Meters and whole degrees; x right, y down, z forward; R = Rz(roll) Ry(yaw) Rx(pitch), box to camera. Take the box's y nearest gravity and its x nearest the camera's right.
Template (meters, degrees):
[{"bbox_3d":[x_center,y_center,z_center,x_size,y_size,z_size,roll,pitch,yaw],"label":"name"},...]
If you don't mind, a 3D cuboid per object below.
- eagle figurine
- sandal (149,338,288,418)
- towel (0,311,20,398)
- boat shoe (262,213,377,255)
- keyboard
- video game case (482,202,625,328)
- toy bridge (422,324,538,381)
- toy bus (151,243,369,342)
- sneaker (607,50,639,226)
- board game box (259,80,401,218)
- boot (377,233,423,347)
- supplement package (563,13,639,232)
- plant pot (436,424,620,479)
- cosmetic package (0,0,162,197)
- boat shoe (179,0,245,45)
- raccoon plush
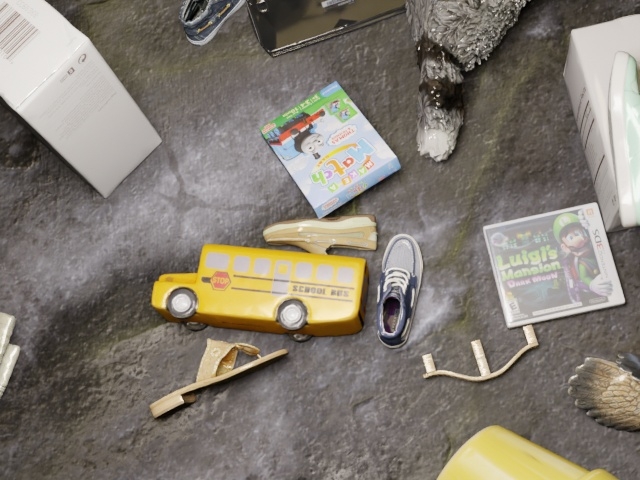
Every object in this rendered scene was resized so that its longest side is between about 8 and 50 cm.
[{"bbox_3d":[0.541,0.199,1.474,0.298,0.226,0.225,-24,34,-17],"label":"eagle figurine"},{"bbox_3d":[-0.175,0.198,1.623,0.240,0.088,0.079,-27,78,4],"label":"sandal"},{"bbox_3d":[-0.681,0.239,1.702,0.312,0.056,0.324,13,78,14],"label":"towel"},{"bbox_3d":[0.000,0.000,1.675,0.189,0.068,0.072,-5,85,5],"label":"boat shoe"},{"bbox_3d":[0.018,-0.461,1.826,0.317,0.033,0.202,-18,79,1],"label":"keyboard"},{"bbox_3d":[0.374,0.040,1.635,0.190,0.022,0.173,-12,72,4],"label":"video game case"},{"bbox_3d":[0.253,0.189,1.604,0.188,0.026,0.063,-17,73,2],"label":"toy bridge"},{"bbox_3d":[-0.095,0.084,1.635,0.332,0.108,0.130,5,74,9],"label":"toy bus"},{"bbox_3d":[0.493,-0.152,1.453,0.151,0.094,0.256,-7,84,14],"label":"sneaker"},{"bbox_3d":[0.013,-0.155,1.700,0.160,0.039,0.211,-32,55,-3],"label":"board game box"},{"bbox_3d":[0.126,0.073,1.623,0.069,0.086,0.190,3,74,8],"label":"boot"},{"bbox_3d":[0.510,-0.188,1.605,0.177,0.175,0.293,-12,73,5],"label":"supplement package"},{"bbox_3d":[0.294,0.397,1.438,0.254,0.254,0.239,-47,58,-8],"label":"plant pot"},{"bbox_3d":[-0.424,-0.240,1.631,0.217,0.385,0.156,40,81,18],"label":"cosmetic package"},{"bbox_3d":[-0.183,-0.438,1.815,0.065,0.083,0.183,30,79,14],"label":"boat shoe"},{"bbox_3d":[0.307,-0.363,1.724,0.299,0.216,0.447,0,106,-11],"label":"raccoon plush"}]
